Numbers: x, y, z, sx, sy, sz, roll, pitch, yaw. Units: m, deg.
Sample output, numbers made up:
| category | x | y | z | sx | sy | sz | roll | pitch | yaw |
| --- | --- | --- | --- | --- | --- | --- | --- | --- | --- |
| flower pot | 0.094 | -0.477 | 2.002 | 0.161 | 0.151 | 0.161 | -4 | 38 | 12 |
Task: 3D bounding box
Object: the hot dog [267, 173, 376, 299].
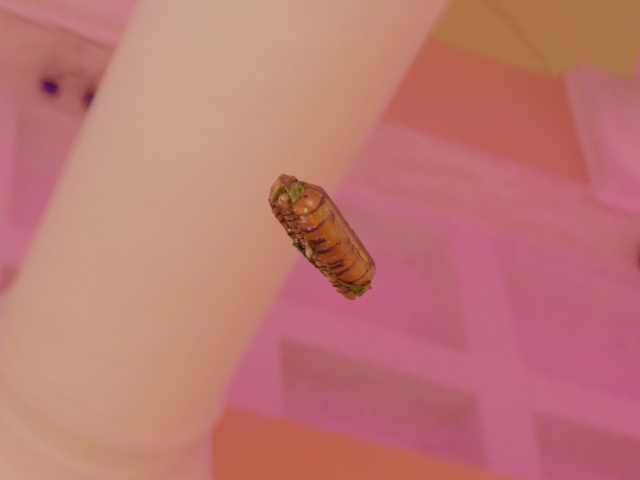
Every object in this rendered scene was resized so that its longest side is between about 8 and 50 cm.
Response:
| category | x | y | z | sx | sy | sz | roll | pitch | yaw |
| --- | --- | --- | --- | --- | --- | --- | --- | --- | --- |
| hot dog | 0.000 | 0.000 | 1.285 | 0.049 | 0.037 | 0.122 | 26 | 160 | 42 |
